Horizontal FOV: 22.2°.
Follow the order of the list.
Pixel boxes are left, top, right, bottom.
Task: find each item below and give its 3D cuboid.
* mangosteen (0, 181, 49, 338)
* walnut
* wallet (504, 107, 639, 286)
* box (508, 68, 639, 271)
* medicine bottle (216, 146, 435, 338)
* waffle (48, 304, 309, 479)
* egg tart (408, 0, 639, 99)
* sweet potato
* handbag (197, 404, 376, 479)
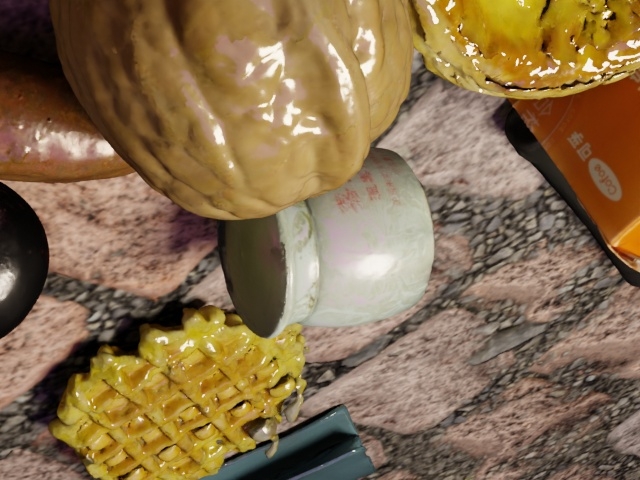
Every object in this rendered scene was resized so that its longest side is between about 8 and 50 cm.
[{"bbox_3d":[-0.265,0.017,1.178,0.137,0.137,0.151,-20,-177,-14],"label":"mangosteen"},{"bbox_3d":[-0.052,-0.134,1.012,0.225,0.225,0.261,-26,125,-3],"label":"walnut"},{"bbox_3d":[0.334,-0.086,1.552,0.228,0.062,0.406,-35,150,10],"label":"wallet"},{"bbox_3d":[0.310,-0.164,1.245,0.341,0.225,0.143,-42,151,21],"label":"box"},{"bbox_3d":[0.000,0.000,1.325,0.143,0.147,0.147,-8,144,-25],"label":"medicine bottle"},{"bbox_3d":[-0.135,0.153,1.536,0.262,0.060,0.280,0,138,-34],"label":"waffle"},{"bbox_3d":[0.168,-0.229,1.109,0.290,0.115,0.290,-11,133,-12],"label":"egg tart"},{"bbox_3d":[-0.142,-0.089,1.130,0.292,0.097,0.097,-7,143,-31],"label":"sweet potato"},{"bbox_3d":[-0.051,0.271,1.783,0.221,0.057,0.144,-26,153,-4],"label":"handbag"}]
